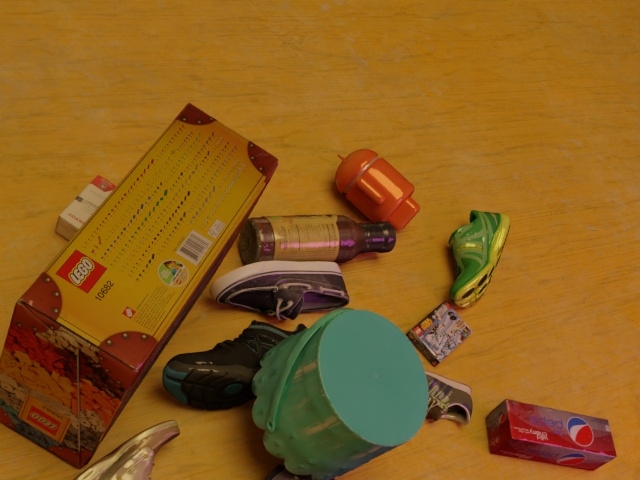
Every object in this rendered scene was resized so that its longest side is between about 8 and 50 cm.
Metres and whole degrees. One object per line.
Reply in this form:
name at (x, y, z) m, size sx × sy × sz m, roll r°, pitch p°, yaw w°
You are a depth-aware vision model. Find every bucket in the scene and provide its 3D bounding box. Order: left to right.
bucket at (0.038, 0.259, 1.532) m, size 0.281 × 0.183 × 0.281 m, roll 22°, pitch 52°, yaw -31°

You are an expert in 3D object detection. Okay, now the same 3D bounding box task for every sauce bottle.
sauce bottle at (0.000, 0.000, 1.879) m, size 0.344 × 0.111 × 0.111 m, roll -1°, pitch 58°, yaw -31°

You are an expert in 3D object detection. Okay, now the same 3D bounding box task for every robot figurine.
robot figurine at (0.124, -0.120, 2.022) m, size 0.219 × 0.128 × 0.158 m, roll 43°, pitch 50°, yaw 4°

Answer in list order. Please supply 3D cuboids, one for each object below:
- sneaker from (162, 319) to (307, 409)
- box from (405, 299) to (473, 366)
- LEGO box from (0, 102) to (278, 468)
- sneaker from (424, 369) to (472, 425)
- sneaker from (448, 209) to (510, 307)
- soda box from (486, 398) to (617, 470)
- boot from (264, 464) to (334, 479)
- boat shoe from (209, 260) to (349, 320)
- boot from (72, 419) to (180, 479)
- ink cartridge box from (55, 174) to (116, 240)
sneaker at (-0.143, 0.224, 1.637) m, size 0.341 × 0.125 × 0.139 m, roll 6°, pitch 50°, yaw -38°
box at (0.258, 0.200, 1.924) m, size 0.094 × 0.027 × 0.137 m, roll 49°, pitch 48°, yaw 9°
LEGO box at (-0.306, 0.069, 1.481) m, size 0.193 × 0.372 × 0.500 m, roll 33°, pitch 47°, yaw -3°
sneaker at (0.227, 0.320, 1.792) m, size 0.192 × 0.064 × 0.086 m, roll 18°, pitch 45°, yaw -20°
sneaker at (0.347, 0.041, 2.057) m, size 0.123 × 0.109 × 0.295 m, roll 19°, pitch 48°, yaw 15°
soda box at (0.480, 0.409, 1.853) m, size 0.263 × 0.083 × 0.092 m, roll 14°, pitch 51°, yaw -19°
boot at (-0.054, 0.511, 1.483) m, size 0.223 × 0.118 × 0.338 m, roll 46°, pitch 37°, yaw 12°
boat shoe at (-0.073, 0.109, 1.765) m, size 0.301 × 0.108 × 0.102 m, roll 0°, pitch 56°, yaw -37°
boot at (-0.283, 0.406, 1.446) m, size 0.213 × 0.077 × 0.165 m, roll -32°, pitch 75°, yaw -35°
ink cartridge box at (-0.430, -0.046, 1.711) m, size 0.099 × 0.056 × 0.135 m, roll 34°, pitch 47°, yaw -2°
